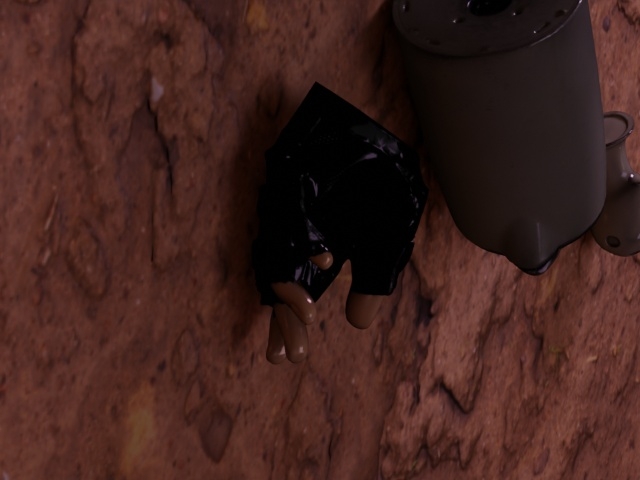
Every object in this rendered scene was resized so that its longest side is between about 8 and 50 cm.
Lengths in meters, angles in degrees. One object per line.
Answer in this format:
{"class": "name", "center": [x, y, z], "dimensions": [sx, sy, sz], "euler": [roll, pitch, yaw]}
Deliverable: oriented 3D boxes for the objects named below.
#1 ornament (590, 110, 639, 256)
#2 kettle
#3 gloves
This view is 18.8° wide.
{"class": "ornament", "center": [0.311, -0.052, 2.016], "dimensions": [0.075, 0.081, 0.156], "euler": [-43, 131, -35]}
{"class": "kettle", "center": [0.170, -0.135, 1.707], "dimensions": [0.240, 0.165, 0.255], "euler": [-86, 163, -46]}
{"class": "gloves", "center": [0.000, 0.000, 1.519], "dimensions": [0.164, 0.124, 0.203], "euler": [31, 96, -34]}
